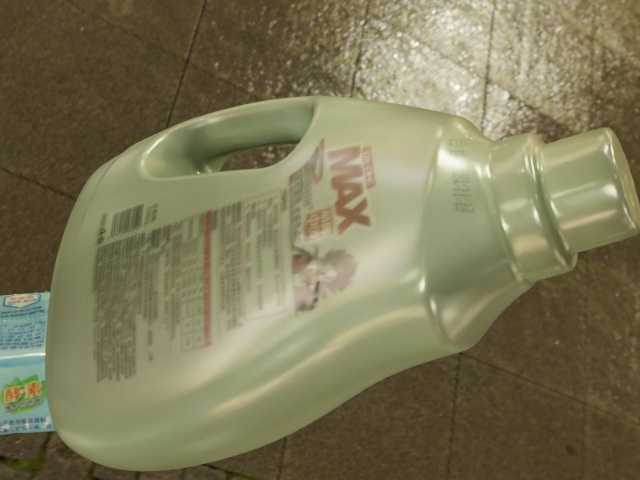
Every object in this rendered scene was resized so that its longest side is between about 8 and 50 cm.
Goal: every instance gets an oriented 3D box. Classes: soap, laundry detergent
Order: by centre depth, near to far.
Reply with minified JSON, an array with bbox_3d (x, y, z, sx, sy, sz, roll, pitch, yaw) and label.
[{"bbox_3d":[0.000,0.000,0.559,0.124,0.397,0.264,36,44,-50],"label":"laundry detergent"},{"bbox_3d":[-0.243,0.104,0.749,0.293,0.156,0.077,-3,111,-13],"label":"soap"}]
